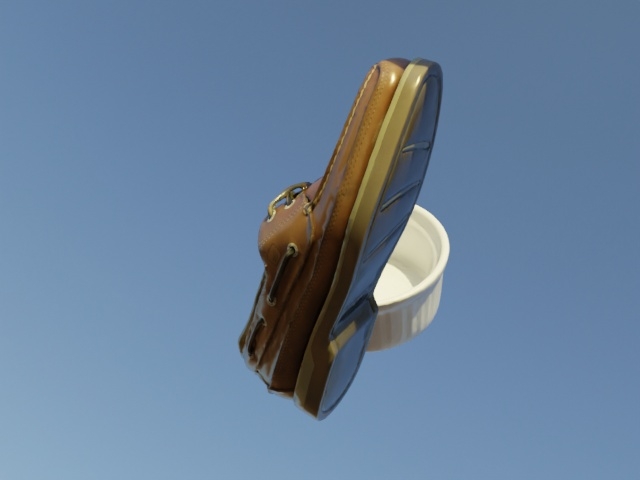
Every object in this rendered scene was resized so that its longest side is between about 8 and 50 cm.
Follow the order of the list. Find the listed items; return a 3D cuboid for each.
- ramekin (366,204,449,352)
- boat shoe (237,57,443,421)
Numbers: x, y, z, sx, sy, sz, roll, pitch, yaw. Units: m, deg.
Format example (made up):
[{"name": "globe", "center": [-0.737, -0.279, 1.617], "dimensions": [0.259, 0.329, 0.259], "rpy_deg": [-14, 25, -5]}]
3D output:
[{"name": "ramekin", "center": [0.076, 0.057, 1.104], "dimensions": [0.277, 0.277, 0.135], "rpy_deg": [8, -47, 19]}, {"name": "boat shoe", "center": [0.000, 0.000, 0.507], "dimensions": [0.104, 0.110, 0.307], "rpy_deg": [27, -65, 21]}]
